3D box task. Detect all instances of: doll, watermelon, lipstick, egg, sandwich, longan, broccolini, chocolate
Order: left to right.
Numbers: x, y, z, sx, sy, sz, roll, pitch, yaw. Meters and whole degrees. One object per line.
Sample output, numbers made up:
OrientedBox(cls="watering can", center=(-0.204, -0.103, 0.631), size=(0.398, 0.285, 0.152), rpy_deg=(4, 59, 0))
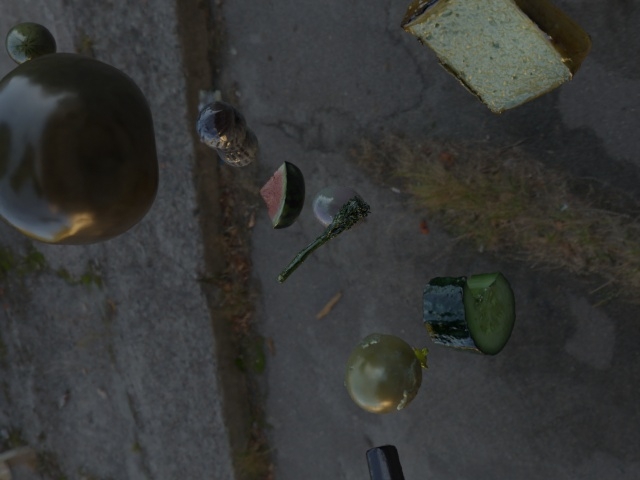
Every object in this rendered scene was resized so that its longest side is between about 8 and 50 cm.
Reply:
OrientedBox(cls="longan", center=(-0.468, -0.171, 1.294), size=(0.361, 0.361, 0.361), rpy_deg=(24, 123, 44))
OrientedBox(cls="chocolate", center=(-0.141, -0.162, 1.044), size=(0.072, 0.072, 0.167), rpy_deg=(60, -177, 14))
OrientedBox(cls="watermelon", center=(-0.094, -0.115, 1.964), size=(0.193, 0.137, 0.145), rpy_deg=(72, 176, -58))
OrientedBox(cls="broccolini", center=(0.000, 0.000, 1.364), size=(0.051, 0.239, 0.054), rpy_deg=(49, 180, -8))
OrientedBox(cls="egg", center=(0.041, -0.072, 1.524), size=(0.103, 0.135, 0.103), rpy_deg=(-20, 63, 45))
OrientedBox(cls="egg", center=(0.133, 0.279, 1.432), size=(0.164, 0.201, 0.164), rpy_deg=(4, 104, 15))
OrientedBox(cls="lipstick", center=(0.167, 0.604, 1.507), size=(0.081, 0.081, 0.299), rpy_deg=(-51, 45, 48))
OrientedBox(cls="doll", center=(0.196, 0.340, 1.725), size=(0.081, 0.129, 0.207), rpy_deg=(43, 109, -10))
OrientedBox(cls="sandwich", center=(0.287, -0.338, 1.119), size=(0.251, 0.087, 0.226), rpy_deg=(35, 159, -17))

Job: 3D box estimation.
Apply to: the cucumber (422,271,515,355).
OrientedBox(cls="cucumber", center=(0.326, 0.156, 1.461), size=(0.130, 0.191, 0.191), rpy_deg=(4, 108, 55))

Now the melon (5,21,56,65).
OrientedBox(cls="melon", center=(-0.604, -0.406, 1.423), size=(0.130, 0.098, 0.098), rpy_deg=(-124, 31, -65))
